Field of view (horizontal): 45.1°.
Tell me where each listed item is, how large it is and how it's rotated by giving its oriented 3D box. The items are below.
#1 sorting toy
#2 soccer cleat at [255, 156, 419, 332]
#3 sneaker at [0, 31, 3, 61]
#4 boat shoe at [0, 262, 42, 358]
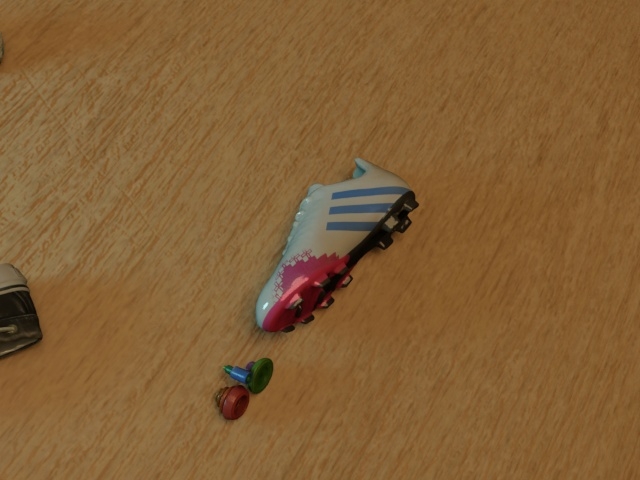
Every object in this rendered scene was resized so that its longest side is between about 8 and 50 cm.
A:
[{"bbox_3d":[-0.109,0.191,1.037,0.042,0.061,0.102,19,50,27],"label":"sorting toy"},{"bbox_3d":[0.000,0.000,1.126,0.143,0.116,0.331,39,58,17],"label":"soccer cleat"},{"bbox_3d":[-0.576,-0.292,1.023,0.282,0.122,0.110,-7,71,-22],"label":"sneaker"},{"bbox_3d":[-0.484,0.135,0.882,0.335,0.121,0.119,-26,75,-28],"label":"boat shoe"}]
